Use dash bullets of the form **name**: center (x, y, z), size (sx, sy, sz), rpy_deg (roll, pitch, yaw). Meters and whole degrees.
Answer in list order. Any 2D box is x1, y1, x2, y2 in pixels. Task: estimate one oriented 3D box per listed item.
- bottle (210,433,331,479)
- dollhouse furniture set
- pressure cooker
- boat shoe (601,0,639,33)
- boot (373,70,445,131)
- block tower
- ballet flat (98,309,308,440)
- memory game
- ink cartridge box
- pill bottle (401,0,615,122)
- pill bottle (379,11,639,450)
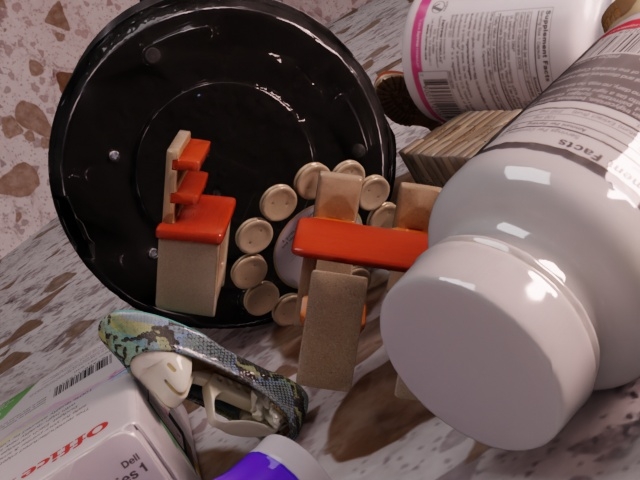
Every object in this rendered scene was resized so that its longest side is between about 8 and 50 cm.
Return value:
- **bottle**: center (-0.104, 0.233, 0.676), size (0.283, 0.092, 0.118), rpy_deg (-41, 16, -30)
- **dollhouse furniture set**: center (0.000, 0.000, 0.910), size (0.259, 0.135, 0.262), rpy_deg (8, 20, -1)
- **pressure cooker**: center (-0.128, -0.123, 1.312), size (0.370, 0.375, 0.420), rpy_deg (-32, 17, -2)
- **boat shoe**: center (0.430, -0.192, 0.980), size (0.342, 0.123, 0.123), rpy_deg (-13, -15, -3)
- **boot**: center (0.110, -0.182, 1.364), size (0.059, 0.158, 0.084), rpy_deg (-49, 51, 22)
- **block tower**: center (0.190, -0.068, 1.062), size (0.091, 0.097, 0.335), rpy_deg (-35, 14, -15)
- **ballet flat**: center (-0.094, 0.115, 0.893), size (0.070, 0.188, 0.070), rpy_deg (-58, 17, 29)
- **memory game**: center (-0.004, 0.004, 1.075), size (0.186, 0.186, 0.012), rpy_deg (-34, 43, -9)
- **ink cartridge box**: center (-0.214, 0.203, 0.939), size (0.201, 0.117, 0.278), rpy_deg (-33, 15, -4)
- **pill bottle**: center (0.243, -0.205, 1.179), size (0.283, 0.160, 0.160), rpy_deg (5, 36, 38)
- **pill bottle**: center (0.183, -0.013, 0.740), size (0.318, 0.176, 0.176), rpy_deg (-42, 18, -34)
